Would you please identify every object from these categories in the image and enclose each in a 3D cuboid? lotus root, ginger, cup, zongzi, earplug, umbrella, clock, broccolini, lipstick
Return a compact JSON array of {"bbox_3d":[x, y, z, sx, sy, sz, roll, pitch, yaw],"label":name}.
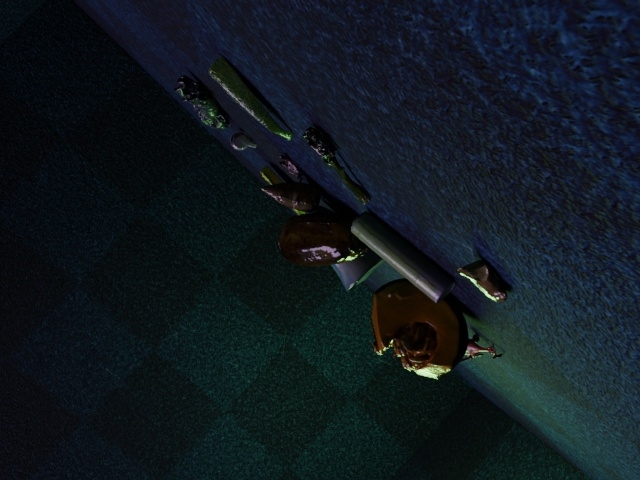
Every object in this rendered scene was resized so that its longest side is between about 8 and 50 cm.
[{"bbox_3d":[0.000,0.000,1.735,0.195,0.179,0.397,17,169,-41],"label":"lotus root"},{"bbox_3d":[0.298,0.072,0.955,0.137,0.044,0.057,39,150,-25],"label":"ginger"},{"bbox_3d":[-0.308,-0.395,2.137,0.104,0.074,0.116,15,-175,-9],"label":"cup"},{"bbox_3d":[-0.099,-0.152,1.793,0.197,0.099,0.194,11,180,-2],"label":"zongzi"},{"bbox_3d":[0.059,0.008,1.920,0.324,0.185,0.185,47,177,10],"label":"earplug"},{"bbox_3d":[-0.432,-0.498,2.022,0.143,0.094,0.349,47,180,14],"label":"umbrella"},{"bbox_3d":[-0.143,-0.214,2.298,0.277,0.071,0.293,46,179,35],"label":"clock"},{"bbox_3d":[0.049,-0.161,1.155,0.057,0.071,0.254,-13,147,33],"label":"broccolini"},{"bbox_3d":[0.203,0.037,1.352,0.304,0.076,0.076,41,176,26],"label":"lipstick"}]

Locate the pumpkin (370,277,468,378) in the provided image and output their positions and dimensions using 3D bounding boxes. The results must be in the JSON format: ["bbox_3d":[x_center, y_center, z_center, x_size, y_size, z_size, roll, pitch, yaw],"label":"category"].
[{"bbox_3d":[0.285,0.252,1.555,0.303,0.256,0.225,19,167,10],"label":"pumpkin"}]

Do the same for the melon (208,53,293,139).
[{"bbox_3d":[-0.167,-0.335,1.303,0.262,0.053,0.114,45,-176,-19],"label":"melon"}]

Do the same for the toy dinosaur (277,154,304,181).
[{"bbox_3d":[-0.101,-0.243,1.797,0.108,0.032,0.220,40,178,13],"label":"toy dinosaur"}]

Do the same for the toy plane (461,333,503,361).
[{"bbox_3d":[0.485,0.345,1.681,0.194,0.126,0.077,132,119,-88],"label":"toy plane"}]
